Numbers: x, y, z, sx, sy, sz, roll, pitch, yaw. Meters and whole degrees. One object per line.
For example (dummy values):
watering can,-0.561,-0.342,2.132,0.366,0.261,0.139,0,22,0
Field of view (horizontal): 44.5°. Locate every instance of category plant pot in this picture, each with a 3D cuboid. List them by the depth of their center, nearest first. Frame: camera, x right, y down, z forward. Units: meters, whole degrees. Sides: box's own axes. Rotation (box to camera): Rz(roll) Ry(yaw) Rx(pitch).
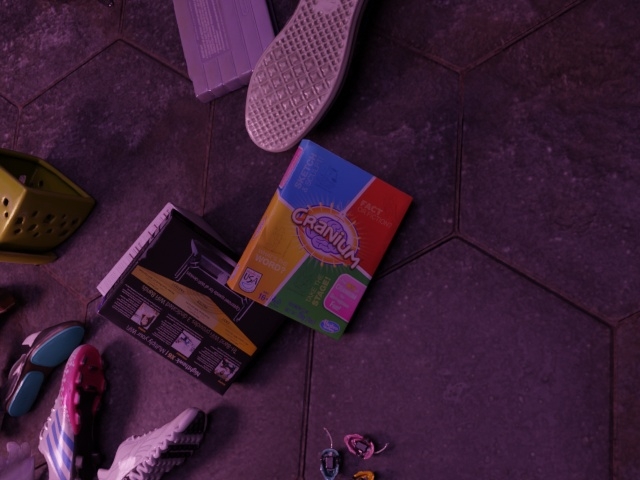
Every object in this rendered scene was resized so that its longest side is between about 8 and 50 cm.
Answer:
plant pot,-0.708,-0.073,1.819,0.228,0.227,0.207,34,100,24

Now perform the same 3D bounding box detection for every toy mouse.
toy mouse,0.053,0.414,1.493,0.161,0.031,0.143,-45,66,8

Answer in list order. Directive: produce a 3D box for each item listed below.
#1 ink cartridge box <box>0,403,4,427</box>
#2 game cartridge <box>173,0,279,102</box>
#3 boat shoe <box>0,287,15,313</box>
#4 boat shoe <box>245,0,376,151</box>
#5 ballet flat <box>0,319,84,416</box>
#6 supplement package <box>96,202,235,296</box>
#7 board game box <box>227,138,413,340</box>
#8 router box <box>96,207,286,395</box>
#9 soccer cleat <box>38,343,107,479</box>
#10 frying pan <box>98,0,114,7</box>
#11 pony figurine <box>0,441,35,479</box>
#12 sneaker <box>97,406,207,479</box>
ink cartridge box,-0.776,0.422,1.842,0.048,0.028,0.083,9,84,25
game cartridge,-0.219,-0.512,1.792,0.230,0.068,0.355,-21,72,22
boat shoe,-0.866,0.210,1.890,0.324,0.122,0.120,-20,102,20
boat shoe,-0.001,-0.412,1.626,0.187,0.156,0.500,24,95,11
ballet flat,-0.652,0.272,1.791,0.280,0.095,0.096,-51,53,6
supplement package,-0.327,0.063,1.670,0.244,0.139,0.134,-48,66,5
board game box,0.000,0.000,1.510,0.242,0.064,0.316,27,91,-16
router box,-0.244,0.125,1.558,0.309,0.081,0.243,38,96,-15
soccer cleat,-0.555,0.394,1.707,0.143,0.116,0.331,-5,77,22
frying pan,-0.613,-0.701,2.001,0.326,0.053,0.197,17,86,23
pony figurine,-0.773,0.630,1.694,0.363,0.303,0.351,9,115,21
sneaker,-0.357,0.440,1.626,0.292,0.110,0.118,-46,57,8
